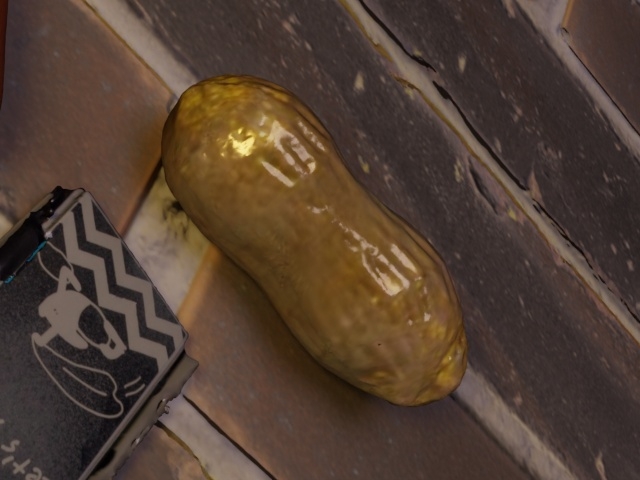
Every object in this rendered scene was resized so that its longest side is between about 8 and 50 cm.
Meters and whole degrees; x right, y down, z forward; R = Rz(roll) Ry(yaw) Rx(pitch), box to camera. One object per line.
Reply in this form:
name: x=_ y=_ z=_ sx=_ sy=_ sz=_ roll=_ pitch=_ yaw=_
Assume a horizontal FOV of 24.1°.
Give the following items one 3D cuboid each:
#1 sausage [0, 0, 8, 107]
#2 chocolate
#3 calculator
sausage: x=-0.239 y=-0.140 z=0.968 sx=0.077 sy=0.077 sz=0.194 roll=21 pitch=55 yaw=-42
chocolate: x=0.000 y=0.000 z=1.133 sx=0.309 sy=0.134 sz=0.134 roll=49 pitch=41 yaw=-17
calculator: x=-0.182 y=0.093 z=0.949 sx=0.166 sy=0.028 sz=0.274 roll=56 pitch=40 yaw=-17
